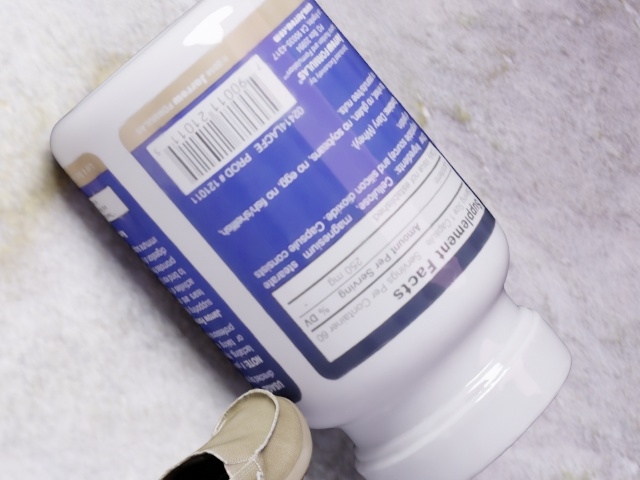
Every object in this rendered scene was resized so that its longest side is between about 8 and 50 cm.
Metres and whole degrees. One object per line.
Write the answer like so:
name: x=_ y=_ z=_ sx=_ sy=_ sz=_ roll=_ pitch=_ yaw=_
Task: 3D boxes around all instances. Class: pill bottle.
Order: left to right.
pill bottle: x=0.000 y=0.000 z=1.012 sx=0.265 sy=0.153 sz=0.153 roll=50 pitch=27 yaw=-8

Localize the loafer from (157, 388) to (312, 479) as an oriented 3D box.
loafer: x=-0.044 y=0.112 z=0.916 sx=0.050 sy=0.056 sz=0.148 roll=51 pitch=26 yaw=-20
